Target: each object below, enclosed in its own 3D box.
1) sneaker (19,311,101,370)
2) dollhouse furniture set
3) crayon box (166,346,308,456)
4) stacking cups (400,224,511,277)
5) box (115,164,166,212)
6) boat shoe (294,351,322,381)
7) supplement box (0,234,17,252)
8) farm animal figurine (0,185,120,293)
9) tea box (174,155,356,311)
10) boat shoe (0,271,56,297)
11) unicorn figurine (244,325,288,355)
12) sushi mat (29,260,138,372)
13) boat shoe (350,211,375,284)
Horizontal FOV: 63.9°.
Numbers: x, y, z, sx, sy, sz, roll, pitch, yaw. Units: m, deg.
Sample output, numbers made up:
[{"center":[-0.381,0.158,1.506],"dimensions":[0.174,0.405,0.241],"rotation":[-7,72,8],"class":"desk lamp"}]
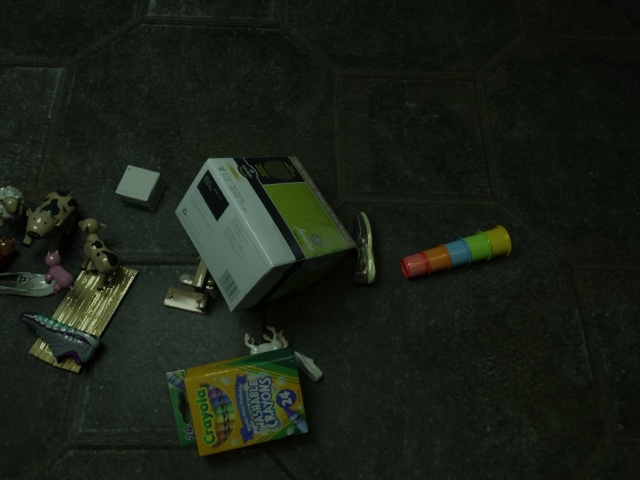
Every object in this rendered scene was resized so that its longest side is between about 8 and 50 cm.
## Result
[{"center":[-0.692,0.259,1.330],"dimensions":[0.224,0.083,0.098],"rotation":[19,72,6],"class":"sneaker"},{"center":[-0.360,0.102,1.399],"dimensions":[0.123,0.151,0.143],"rotation":[12,65,2],"class":"dollhouse furniture set"},{"center":[-0.207,0.402,1.274],"dimensions":[0.323,0.083,0.202],"rotation":[-10,97,-7],"class":"crayon box"},{"center":[0.392,0.035,1.511],"dimensions":[0.317,0.096,0.095],"rotation":[-13,69,-6],"class":"stacking cups"},{"center":[-0.533,-0.153,1.529],"dimensions":[0.101,0.087,0.101],"rotation":[15,67,3],"class":"box"},{"center":[-0.034,0.335,1.387],"dimensions":[0.100,0.035,0.035],"rotation":[42,44,17],"class":"boat shoe"},{"center":[-0.948,0.056,1.402],"dimensions":[0.104,0.080,0.188],"rotation":[19,64,33],"class":"supplement box"},{"center":[-0.705,-0.027,1.368],"dimensions":[0.331,0.172,0.326],"rotation":[13,33,-31],"class":"farm animal figurine"},{"center":[-0.142,-0.032,1.358],"dimensions":[0.324,0.220,0.328],"rotation":[-12,62,-47],"class":"tea box"},{"center":[-0.816,0.115,1.412],"dimensions":[0.184,0.063,0.066],"rotation":[5,67,-1],"class":"boat shoe"},{"center":[-0.157,0.294,1.365],"dimensions":[0.162,0.060,0.111],"rotation":[-25,55,-15],"class":"unicorn figurine"},{"center":[-0.647,0.195,1.412],"dimensions":[0.152,0.019,0.316],"rotation":[22,67,7],"class":"sushi mat"},{"center":[0.113,0.021,1.500],"dimensions":[0.074,0.080,0.223],"rotation":[-4,72,-10],"class":"boat shoe"}]
